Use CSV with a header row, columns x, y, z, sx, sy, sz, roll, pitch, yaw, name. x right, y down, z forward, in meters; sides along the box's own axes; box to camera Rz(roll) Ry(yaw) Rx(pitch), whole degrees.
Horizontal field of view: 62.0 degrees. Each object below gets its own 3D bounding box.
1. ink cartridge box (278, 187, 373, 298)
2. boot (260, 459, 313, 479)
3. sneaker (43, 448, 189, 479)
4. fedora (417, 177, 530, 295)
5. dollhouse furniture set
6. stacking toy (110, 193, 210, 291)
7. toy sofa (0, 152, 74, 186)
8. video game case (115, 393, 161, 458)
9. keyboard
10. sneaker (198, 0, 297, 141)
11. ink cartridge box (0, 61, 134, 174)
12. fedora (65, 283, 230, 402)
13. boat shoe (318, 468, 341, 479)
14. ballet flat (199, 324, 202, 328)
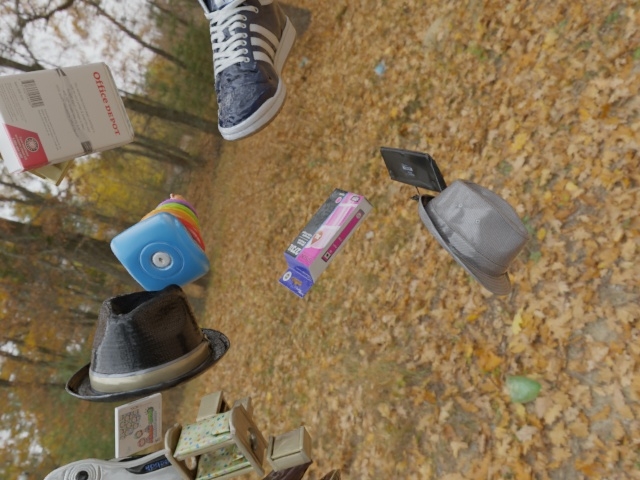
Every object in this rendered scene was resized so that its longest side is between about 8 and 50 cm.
x,y,z,sx,sy,sz,roll,pitch,yaw,name
0.000,0.000,1.714,0.371,0.069,0.175,-54,33,-7,ink cartridge box
-0.108,0.518,1.063,0.207,0.090,0.248,-39,-12,-28,boot
-0.323,0.394,0.862,0.121,0.216,0.079,112,150,-59,sneaker
0.334,-0.030,1.106,0.124,0.243,0.275,-51,57,26,fedora
-0.116,0.259,0.800,0.161,0.181,0.101,-90,-23,-63,dollhouse furniture set
-0.343,-0.031,1.239,0.165,0.175,0.302,-27,28,10,stacking toy
-0.826,-0.289,1.387,0.150,0.177,0.362,-63,-20,-6,toy sofa
-0.532,0.543,1.564,0.019,0.143,0.157,12,104,39,video game case
0.289,-0.190,1.619,0.202,0.033,0.317,65,169,-21,keyboard
-0.112,-0.264,0.701,0.099,0.153,0.282,-14,45,22,sneaker
-0.480,-0.228,0.981,0.092,0.218,0.159,-3,108,46,ink cartridge box
-0.334,0.174,1.017,0.334,0.333,0.153,-161,60,-76,fedora
0.005,0.540,1.147,0.178,0.060,0.064,1,-95,-74,boat shoe
-0.469,0.261,1.626,0.077,0.230,0.077,-91,-7,-58,ballet flat
